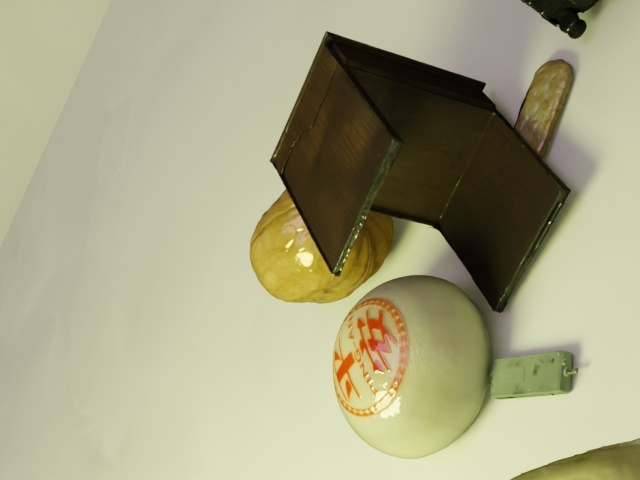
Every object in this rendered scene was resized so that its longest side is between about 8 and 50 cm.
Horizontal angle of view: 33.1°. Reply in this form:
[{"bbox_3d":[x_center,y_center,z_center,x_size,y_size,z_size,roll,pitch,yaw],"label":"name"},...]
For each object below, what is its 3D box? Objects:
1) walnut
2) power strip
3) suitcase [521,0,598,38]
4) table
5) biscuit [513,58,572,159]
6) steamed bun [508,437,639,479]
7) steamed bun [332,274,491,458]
[{"bbox_3d":[0.000,0.000,1.545,0.225,0.193,0.193,-42,41,41],"label":"walnut"},{"bbox_3d":[0.243,0.154,1.225,0.136,0.019,0.051,-19,56,54],"label":"power strip"},{"bbox_3d":[0.247,-0.438,1.338,0.152,0.229,0.335,-43,39,28],"label":"suitcase"},{"bbox_3d":[0.113,-0.086,1.324,0.196,0.250,0.282,-63,28,24],"label":"table"},{"bbox_3d":[0.274,-0.158,1.348,0.071,0.018,0.147,22,92,59],"label":"biscuit"},{"bbox_3d":[0.284,0.311,0.927,0.232,0.166,0.273,-34,68,41],"label":"steamed bun"},{"bbox_3d":[0.097,0.151,1.343,0.232,0.145,0.232,-36,45,46],"label":"steamed bun"}]
